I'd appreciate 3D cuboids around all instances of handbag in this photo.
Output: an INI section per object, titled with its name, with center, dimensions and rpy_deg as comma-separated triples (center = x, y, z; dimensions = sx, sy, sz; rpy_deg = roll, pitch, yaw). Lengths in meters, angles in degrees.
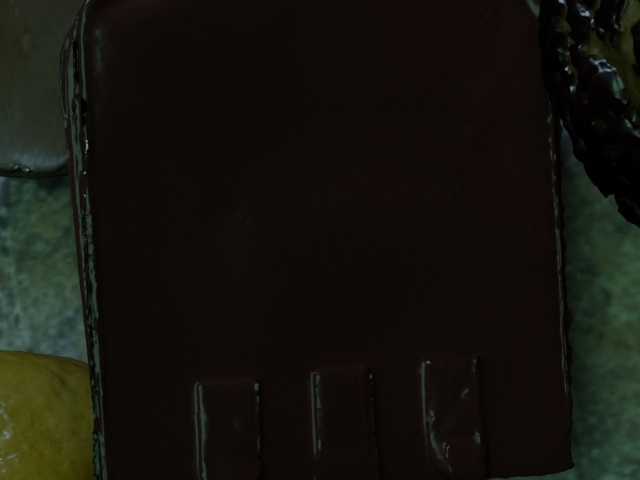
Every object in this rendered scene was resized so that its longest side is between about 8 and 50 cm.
[handbag]
center = 0.000, 0.000, 0.801
dimensions = 0.260, 0.084, 0.275
rpy_deg = -6, 91, -16

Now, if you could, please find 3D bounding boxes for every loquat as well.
[loquat]
center = -0.169, 0.165, 0.873
dimensions = 0.208, 0.208, 0.208
rpy_deg = -1, 87, 22

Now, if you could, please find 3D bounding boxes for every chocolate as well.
[chocolate]
center = -0.150, -0.160, 0.945
dimensions = 0.161, 0.083, 0.261
rpy_deg = 6, 89, 39

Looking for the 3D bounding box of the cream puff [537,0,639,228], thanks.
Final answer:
[cream puff]
center = 0.207, -0.075, 0.708
dimensions = 0.239, 0.239, 0.165
rpy_deg = 18, 71, 22
